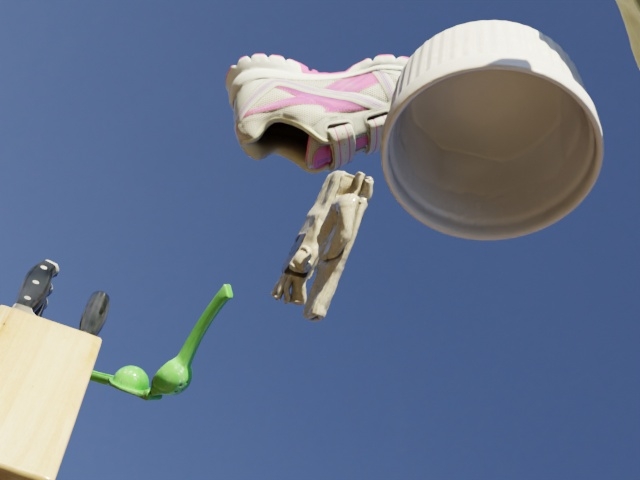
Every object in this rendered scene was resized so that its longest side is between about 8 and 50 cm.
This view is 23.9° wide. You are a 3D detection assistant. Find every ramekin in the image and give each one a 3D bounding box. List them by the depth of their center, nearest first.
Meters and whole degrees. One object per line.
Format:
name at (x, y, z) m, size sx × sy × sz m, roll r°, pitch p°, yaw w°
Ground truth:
ramekin at (0.161, -0.111, 1.435) m, size 0.109 × 0.207 × 0.207 m, roll -85°, pitch -164°, yaw -50°

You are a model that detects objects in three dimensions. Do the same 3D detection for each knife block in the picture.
knife block at (-0.224, 0.105, 1.169) m, size 0.275 × 0.088 × 0.242 m, roll 125°, pitch -18°, yaw -67°

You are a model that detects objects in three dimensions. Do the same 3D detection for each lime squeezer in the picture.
lime squeezer at (-0.232, 0.157, 1.945) m, size 0.310 × 0.059 × 0.110 m, roll -21°, pitch -85°, yaw 29°

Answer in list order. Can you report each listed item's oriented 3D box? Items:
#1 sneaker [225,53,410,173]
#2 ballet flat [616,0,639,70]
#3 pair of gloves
sneaker at (0.024, -0.118, 1.547) m, size 0.103 × 0.252 × 0.111 m, roll 80°, pitch 13°, yaw -56°
ballet flat at (0.315, -0.206, 1.363) m, size 0.086 × 0.086 × 0.248 m, roll -40°, pitch -107°, yaw 48°
pair of gloves at (0.000, 0.000, 2.008) m, size 0.240 × 0.042 × 0.204 m, roll -158°, pitch -90°, yaw -76°
